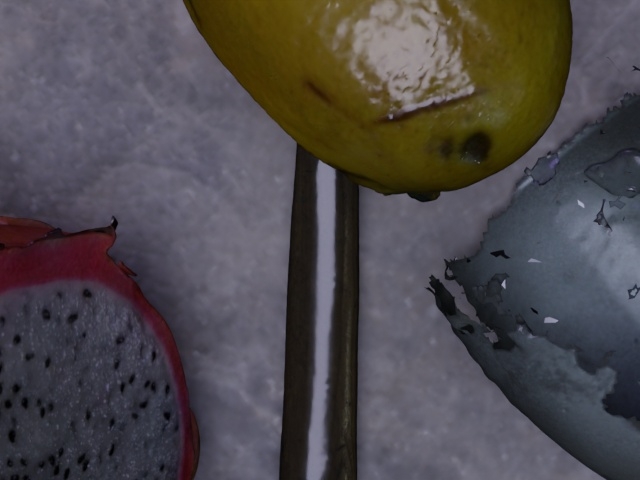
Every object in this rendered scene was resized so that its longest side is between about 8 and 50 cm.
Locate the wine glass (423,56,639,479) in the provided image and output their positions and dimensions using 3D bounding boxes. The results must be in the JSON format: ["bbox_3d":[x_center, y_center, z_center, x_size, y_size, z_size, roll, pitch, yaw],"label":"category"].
[{"bbox_3d":[0.220,0.085,0.933,0.190,0.190,0.357,-40,96,9],"label":"wine glass"}]

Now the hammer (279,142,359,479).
[{"bbox_3d":[0.000,0.000,1.012,0.168,0.044,0.440,3,98,6],"label":"hammer"}]

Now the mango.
[{"bbox_3d":[0.017,-0.140,0.905,0.262,0.130,0.167,42,98,5],"label":"mango"}]

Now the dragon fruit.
[{"bbox_3d":[-0.231,0.114,0.946,0.225,0.305,0.305,10,99,32],"label":"dragon fruit"}]
